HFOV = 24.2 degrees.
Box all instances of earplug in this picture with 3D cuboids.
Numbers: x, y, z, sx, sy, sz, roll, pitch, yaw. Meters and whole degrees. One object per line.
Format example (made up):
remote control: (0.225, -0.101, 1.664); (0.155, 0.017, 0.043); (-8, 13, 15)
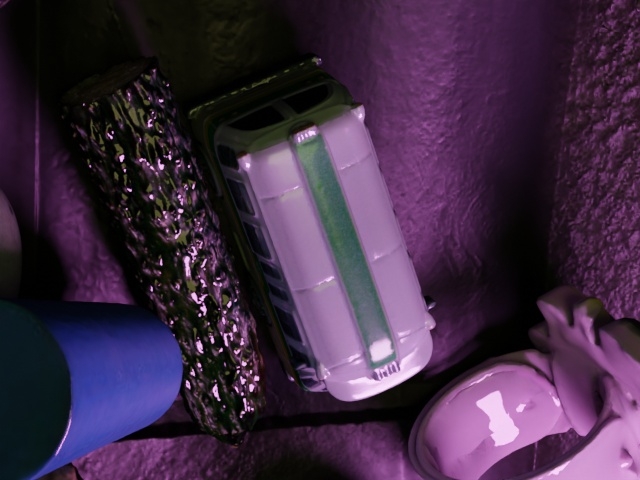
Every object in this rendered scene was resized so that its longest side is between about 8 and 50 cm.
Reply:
earplug: (-0.188, 0.103, 1.133); (0.132, 0.273, 0.132); (0, 90, 16)

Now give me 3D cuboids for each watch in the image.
watch: (0.203, 0.174, 1.335); (0.231, 0.244, 0.196); (-33, 115, -16)

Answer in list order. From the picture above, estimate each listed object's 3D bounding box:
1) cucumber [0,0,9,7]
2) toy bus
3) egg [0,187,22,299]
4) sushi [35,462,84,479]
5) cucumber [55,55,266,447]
cucumber: (-0.247, -0.209, 1.172); (0.135, 0.034, 0.033); (-45, 110, -2)
toy bus: (0.000, 0.000, 1.253); (0.133, 0.165, 0.276); (-24, 112, -10)
egg: (-0.322, 0.044, 1.147); (0.169, 0.169, 0.236); (24, 97, -24)
sushi: (-0.314, 0.308, 1.156); (0.350, 0.171, 0.211); (-39, 91, -17)
cucumber: (-0.114, 0.025, 1.257); (0.096, 0.096, 0.359); (-25, 112, -11)
